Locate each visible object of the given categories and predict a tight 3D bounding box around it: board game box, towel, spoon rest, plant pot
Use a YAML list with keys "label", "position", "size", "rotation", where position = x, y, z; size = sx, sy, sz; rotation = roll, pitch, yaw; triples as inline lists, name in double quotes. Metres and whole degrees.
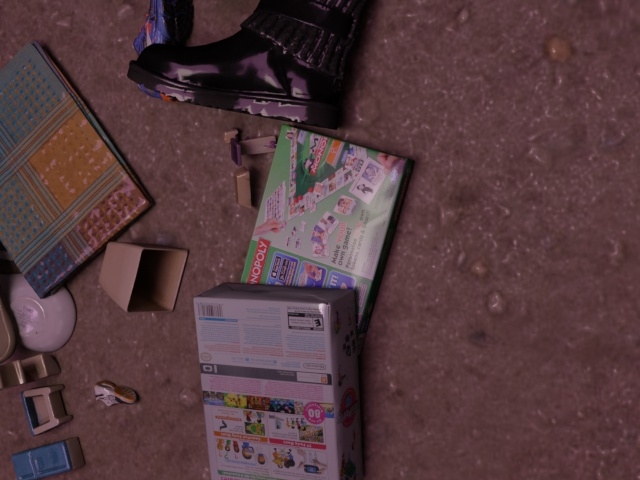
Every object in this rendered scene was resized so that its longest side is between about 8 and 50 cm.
- label: "board game box"
  position: [0.000, 0.000, 1.463]
  size: [0.213, 0.046, 0.317]
  rotation: [19, 98, 21]
- label: "towel"
  position: [-0.485, -0.123, 1.644]
  size: [0.271, 0.040, 0.370]
  rotation: [-40, 78, 10]
- label: "spoon rest"
  position: [-0.556, 0.101, 1.681]
  size: [0.276, 0.084, 0.137]
  rotation: [24, 101, 6]
- label: "board game box"
  position: [-0.061, 0.224, 1.432]
  size: [0.224, 0.097, 0.303]
  rotation: [2, 102, 24]
- label: "plant pot"
  position: [-0.299, 0.051, 1.557]
  size: [0.096, 0.109, 0.109]
  rotation: [21, 99, 32]

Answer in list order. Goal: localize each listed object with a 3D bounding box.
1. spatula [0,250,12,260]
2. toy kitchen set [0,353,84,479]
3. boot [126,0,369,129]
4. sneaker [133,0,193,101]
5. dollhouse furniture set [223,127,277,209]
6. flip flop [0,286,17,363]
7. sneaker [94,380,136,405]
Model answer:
- label: "spatula"
  position: [-0.622, -0.040, 1.725]
  size: [0.242, 0.019, 0.168]
  rotation: [5, 92, 22]
- label: "toy kitchen set"
  position: [-0.522, 0.312, 1.613]
  size: [0.122, 0.166, 0.207]
  rotation: [-19, 84, 21]
- label: "boot"
  position: [-0.104, -0.322, 1.433]
  size: [0.348, 0.131, 0.260]
  rotation: [11, 97, 2]
- label: "sneaker"
  position: [-0.266, -0.336, 1.545]
  size: [0.087, 0.083, 0.221]
  rotation: [3, 90, 27]
- label: "dollhouse furniture set"
  position: [-0.103, -0.117, 1.522]
  size: [0.081, 0.091, 0.114]
  rotation: [-10, 115, -17]
- label: "flip flop"
  position: [-0.603, 0.085, 1.604]
  size: [0.112, 0.080, 0.277]
  rotation: [-21, 92, 12]
- label: "sneaker"
  position: [-0.348, 0.267, 1.620]
  size: [0.083, 0.032, 0.037]
  rotation: [16, 111, 26]
